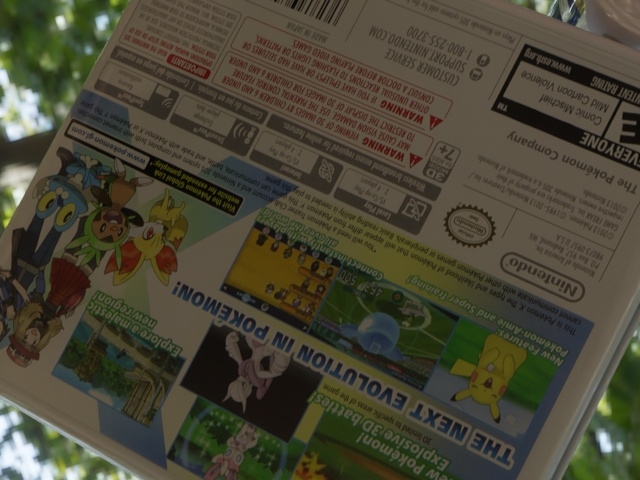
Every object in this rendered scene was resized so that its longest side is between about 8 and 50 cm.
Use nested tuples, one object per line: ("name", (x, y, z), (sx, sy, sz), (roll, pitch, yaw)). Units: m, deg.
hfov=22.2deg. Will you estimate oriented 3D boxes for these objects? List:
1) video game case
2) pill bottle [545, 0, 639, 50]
("video game case", (0.000, 0.000, 0.833), (0.329, 0.036, 0.300), (25, -95, 24))
("pill bottle", (0.158, -0.089, 0.901), (0.094, 0.169, 0.094), (8, -124, -12))
